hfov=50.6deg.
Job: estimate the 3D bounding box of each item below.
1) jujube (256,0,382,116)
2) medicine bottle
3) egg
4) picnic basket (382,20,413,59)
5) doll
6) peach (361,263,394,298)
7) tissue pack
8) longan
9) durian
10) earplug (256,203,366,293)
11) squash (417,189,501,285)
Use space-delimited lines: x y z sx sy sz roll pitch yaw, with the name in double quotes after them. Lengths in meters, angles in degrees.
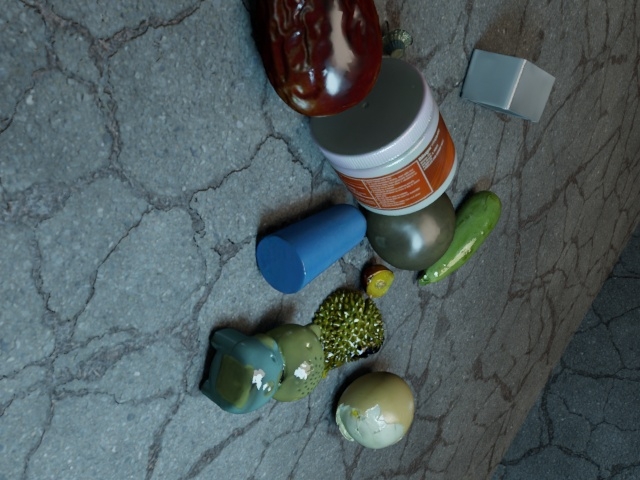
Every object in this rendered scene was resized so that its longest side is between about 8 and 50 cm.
-0.004 -0.382 1.202 0.223 0.223 0.317 -37 127 -35 "jujube"
0.138 -0.210 1.421 0.252 0.253 0.241 -58 144 -12 "medicine bottle"
0.158 0.460 1.864 0.244 0.201 0.201 -37 136 -52 "egg"
0.164 -0.437 1.503 0.065 0.083 0.083 40 32 -52 "picnic basket"
-0.104 0.268 1.451 0.261 0.162 0.176 -1 108 -49 "doll"
0.141 0.101 1.762 0.098 0.061 0.098 -18 132 -21 "peach"
0.521 -0.425 1.882 0.246 0.160 0.135 2 108 -53 "tissue pack"
0.209 -0.045 1.639 0.248 0.248 0.248 -29 130 -41 "longan"
0.071 0.247 1.685 0.194 0.138 0.237 8 102 -54 "durian"
0.000 0.000 1.474 0.273 0.133 0.132 -31 131 -44 "earplug"
0.421 -0.002 2.023 0.370 0.118 0.118 -51 142 -18 "squash"
